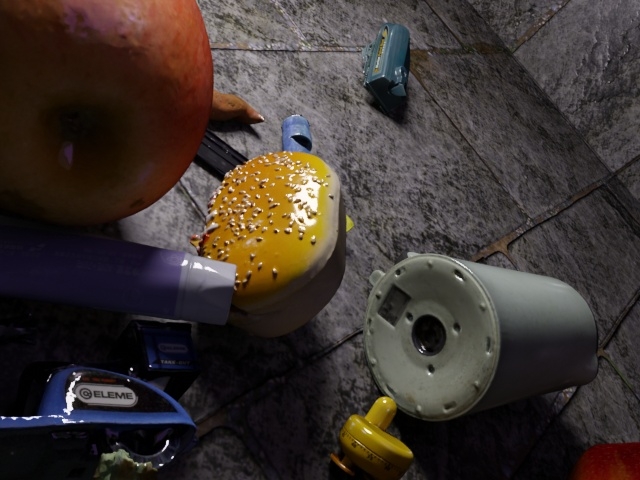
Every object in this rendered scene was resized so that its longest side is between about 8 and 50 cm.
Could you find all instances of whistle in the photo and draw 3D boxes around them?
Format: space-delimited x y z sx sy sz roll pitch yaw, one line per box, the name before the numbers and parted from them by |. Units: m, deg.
whistle | -0.036 -0.123 1.157 0.062 0.062 0.304 24 36 -26

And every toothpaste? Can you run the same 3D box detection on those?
toothpaste | -0.286 0.028 0.731 0.372 0.079 0.125 12 46 -11

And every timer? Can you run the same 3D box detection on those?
timer | 0.081 0.276 0.881 0.107 0.109 0.107 33 -4 3

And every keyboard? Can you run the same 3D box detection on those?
keyboard | -0.177 -0.147 1.104 0.251 0.017 0.087 37 36 -13

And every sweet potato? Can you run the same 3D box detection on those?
sweet potato | -0.192 -0.247 1.156 0.202 0.058 0.055 12 6 -42

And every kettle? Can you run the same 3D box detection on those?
kettle | 0.259 0.136 1.120 0.377 0.249 0.361 7 23 -43

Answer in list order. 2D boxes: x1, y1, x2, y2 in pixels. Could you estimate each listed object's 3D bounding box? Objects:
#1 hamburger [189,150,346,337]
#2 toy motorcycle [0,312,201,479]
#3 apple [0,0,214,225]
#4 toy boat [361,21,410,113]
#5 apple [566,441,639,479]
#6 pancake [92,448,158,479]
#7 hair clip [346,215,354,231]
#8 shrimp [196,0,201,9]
hamburger | -0.071 -0.006 0.909 0.151 0.227 0.295 52 26 -33
toy motorcycle | -0.286 0.161 0.634 0.359 0.125 0.212 12 39 -40
apple | -0.300 -0.194 0.740 0.364 0.364 0.363 26 41 -25
toy boat | 0.171 -0.464 1.646 0.114 0.122 0.295 46 41 -38
apple | 0.503 0.465 0.973 0.288 0.288 0.317 44 23 -3
pancake | -0.282 0.299 0.477 0.377 0.054 0.197 -34 118 -37
hair clip | 0.000 0.000 1.114 0.072 0.046 0.173 46 38 7
shrimp | -0.296 -0.400 1.184 0.185 0.068 0.286 9 52 -36
